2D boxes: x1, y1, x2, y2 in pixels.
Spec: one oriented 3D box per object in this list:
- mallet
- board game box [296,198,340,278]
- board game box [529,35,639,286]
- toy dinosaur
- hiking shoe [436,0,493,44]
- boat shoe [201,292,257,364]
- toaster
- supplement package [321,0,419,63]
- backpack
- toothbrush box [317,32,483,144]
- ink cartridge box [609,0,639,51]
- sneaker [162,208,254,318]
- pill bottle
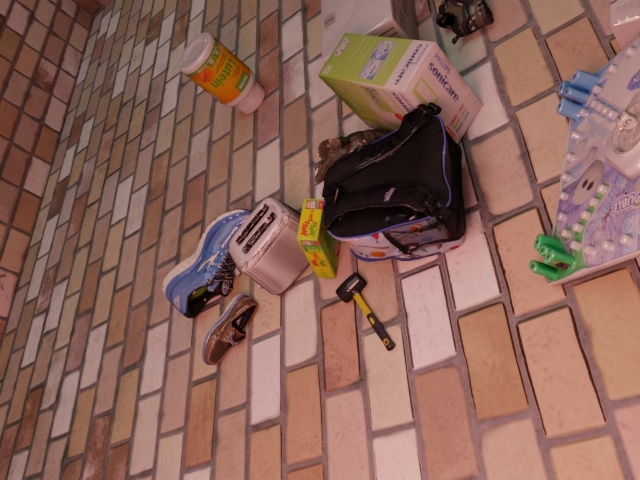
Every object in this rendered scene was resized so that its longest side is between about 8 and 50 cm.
[{"bbox_3d":[0.086,0.147,1.173,0.062,0.039,0.190,-39,48,16],"label":"mallet"},{"bbox_3d":[0.000,0.000,1.234,0.043,0.181,0.092,1,63,15],"label":"board game box"},{"bbox_3d":[0.444,-0.160,0.852,0.390,0.050,0.390,129,160,-69],"label":"board game box"},{"bbox_3d":[0.101,-0.203,1.315,0.313,0.121,0.160,-15,21,20],"label":"toy dinosaur"},{"bbox_3d":[0.308,-0.552,1.377,0.114,0.086,0.227,-29,48,22],"label":"hiking shoe"},{"bbox_3d":[-0.210,0.210,1.382,0.066,0.066,0.183,18,78,46],"label":"boat shoe"},{"bbox_3d":[-0.096,0.005,1.348,0.227,0.146,0.129,-49,42,7],"label":"toaster"},{"bbox_3d":[0.122,-0.539,1.497,0.204,0.145,0.262,-23,50,30],"label":"supplement package"},{"bbox_3d":[0.140,-0.083,1.137,0.263,0.213,0.276,-13,49,25],"label":"backpack"},{"bbox_3d":[0.165,-0.321,1.270,0.283,0.206,0.122,27,84,48],"label":"toothbrush box"},{"bbox_3d":[0.547,-0.402,1.044,0.056,0.099,0.135,-10,57,39],"label":"ink cartridge box"},{"bbox_3d":[-0.247,0.064,1.492,0.330,0.130,0.147,-49,56,11],"label":"sneaker"},{"bbox_3d":[-0.283,-0.483,1.764,0.136,0.245,0.136,-23,51,31],"label":"pill bottle"}]
